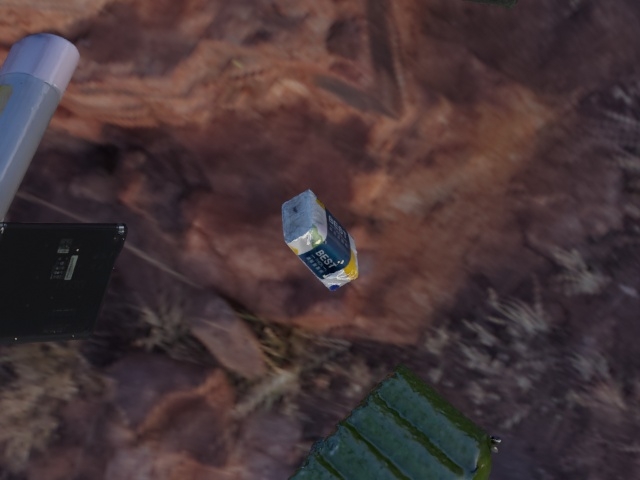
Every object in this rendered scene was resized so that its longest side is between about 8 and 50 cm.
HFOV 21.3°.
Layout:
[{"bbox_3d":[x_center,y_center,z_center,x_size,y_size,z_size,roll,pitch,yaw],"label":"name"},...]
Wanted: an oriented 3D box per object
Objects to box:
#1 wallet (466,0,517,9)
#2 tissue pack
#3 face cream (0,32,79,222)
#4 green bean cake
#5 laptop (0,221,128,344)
[{"bbox_3d":[0.129,-0.311,1.336,0.168,0.052,0.245,27,111,60],"label":"wallet"},{"bbox_3d":[0.000,0.000,1.650,0.042,0.083,0.062,-28,39,21],"label":"tissue pack"},{"bbox_3d":[-0.343,-0.094,1.807,0.107,0.073,0.269,-8,53,52],"label":"face cream"},{"bbox_3d":[0.036,0.273,1.694,0.156,0.250,0.247,42,63,9],"label":"green bean cake"},{"bbox_3d":[-0.266,0.041,1.618,0.016,0.180,0.129,30,109,35],"label":"laptop"}]
